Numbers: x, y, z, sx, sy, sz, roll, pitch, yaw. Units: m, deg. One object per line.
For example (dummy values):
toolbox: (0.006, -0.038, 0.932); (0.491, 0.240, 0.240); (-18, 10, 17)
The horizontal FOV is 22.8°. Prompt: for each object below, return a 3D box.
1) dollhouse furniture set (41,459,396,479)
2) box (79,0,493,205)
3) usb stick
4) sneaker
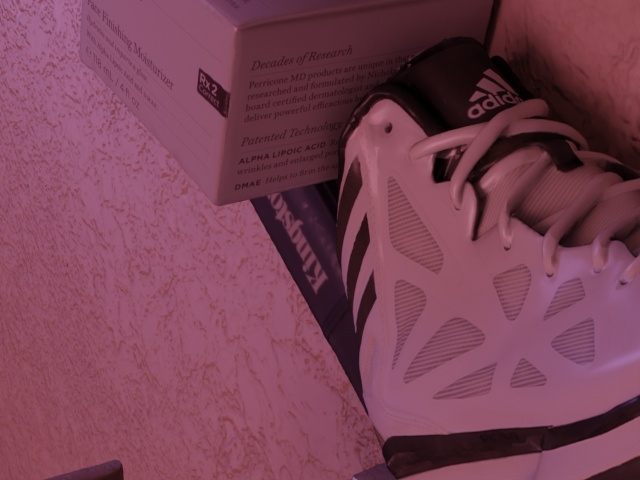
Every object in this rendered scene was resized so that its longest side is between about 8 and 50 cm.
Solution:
dollhouse furniture set: (-0.048, 0.320, 0.961); (0.362, 0.394, 0.256); (29, 126, 50)
box: (-0.025, -0.130, 0.948); (0.181, 0.182, 0.119); (45, 138, 40)
usb stick: (0.000, 0.000, 1.092); (0.278, 0.045, 0.077); (61, 146, 24)
sneaker: (0.116, -0.004, 0.785); (0.447, 0.169, 0.257); (-38, 72, 59)
